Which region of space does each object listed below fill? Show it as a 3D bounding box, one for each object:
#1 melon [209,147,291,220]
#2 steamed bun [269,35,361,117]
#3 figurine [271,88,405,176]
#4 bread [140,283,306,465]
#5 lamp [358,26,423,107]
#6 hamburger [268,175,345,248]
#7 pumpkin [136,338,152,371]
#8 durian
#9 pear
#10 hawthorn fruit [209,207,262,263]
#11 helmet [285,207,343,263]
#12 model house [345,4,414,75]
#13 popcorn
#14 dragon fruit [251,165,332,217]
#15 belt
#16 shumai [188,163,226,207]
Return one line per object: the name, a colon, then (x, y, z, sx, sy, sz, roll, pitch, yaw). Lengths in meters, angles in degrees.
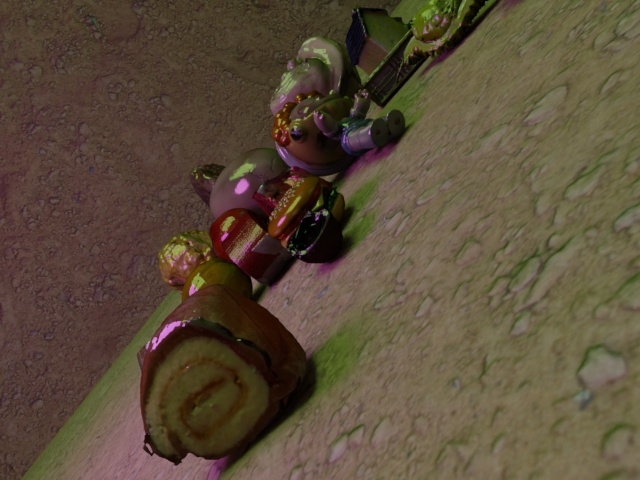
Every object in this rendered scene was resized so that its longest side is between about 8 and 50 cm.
melon: (-0.202, -0.153, 1.750, 0.317, 0.223, 0.223, -31, 22, 32)
steamed bun: (0.016, -0.495, 1.935, 0.339, 0.247, 0.352, -62, -22, -4)
figurine: (0.030, -0.235, 1.322, 0.225, 0.205, 0.382, -28, 24, -10)
bread: (-0.144, 0.178, 0.755, 0.244, 0.190, 0.123, -49, -1, 22)
lamp: (0.244, -0.515, 1.566, 0.325, 0.089, 0.090, -46, 12, 15)
hamburger: (-0.027, -0.048, 1.117, 0.162, 0.115, 0.162, -48, 11, 13)
pumpkin: (-0.407, 0.286, 1.517, 0.217, 0.110, 0.217, -52, 8, 10)
durian: (0.288, -0.507, 1.352, 0.375, 0.132, 0.107, -35, -5, 37)
pear: (-0.226, 0.115, 1.265, 0.149, 0.149, 0.162, -26, 35, 62)
hawthorn fruit: (-0.222, -0.018, 1.608, 0.188, 0.169, 0.169, -35, 20, 53)
helmet: (0.000, 0.000, 0.992, 0.098, 0.070, 0.123, -61, 26, -10)
model house: (0.175, -0.604, 1.721, 0.170, 0.211, 0.194, -54, 2, -13)
popcorn: (-0.404, 0.079, 1.867, 0.259, 0.259, 0.212, -78, 5, -64)
dragon fruit: (-0.067, -0.122, 1.386, 0.161, 0.126, 0.274, -41, 20, -11)
belt: (-0.134, 0.007, 1.271, 0.124, 0.128, 0.201, -51, 24, 3)
shumai: (-0.284, -0.206, 2.047, 0.262, 0.314, 0.267, -51, -1, -21)
